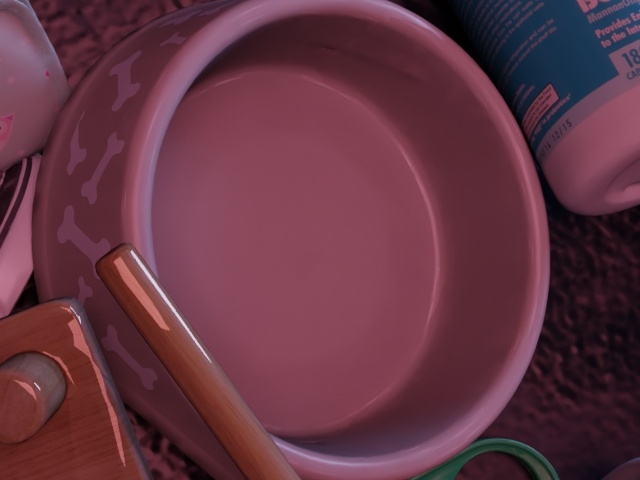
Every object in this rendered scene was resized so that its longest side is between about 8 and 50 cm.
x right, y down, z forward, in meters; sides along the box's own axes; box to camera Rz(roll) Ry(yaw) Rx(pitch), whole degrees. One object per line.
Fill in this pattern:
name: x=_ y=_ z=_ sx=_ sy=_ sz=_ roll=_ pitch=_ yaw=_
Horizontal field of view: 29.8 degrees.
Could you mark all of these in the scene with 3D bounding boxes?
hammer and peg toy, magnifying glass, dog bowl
hammer and peg toy: x=-0.150 y=0.161 z=0.627 sx=0.361 sy=0.127 sz=0.266 roll=-22 pitch=95 yaw=2
magnifying glass: x=0.062 y=0.187 z=0.849 sx=0.231 sy=0.026 sz=0.092 roll=1 pitch=83 yaw=-15
dog bowl: x=0.000 y=0.000 z=0.766 sx=0.349 sy=0.102 sz=0.348 roll=6 pitch=79 yaw=-31

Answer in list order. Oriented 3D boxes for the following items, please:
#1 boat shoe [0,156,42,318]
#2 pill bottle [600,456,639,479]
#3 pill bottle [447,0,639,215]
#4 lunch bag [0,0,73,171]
boat shoe: x=-0.269 y=0.062 z=0.741 sx=0.102 sy=0.108 sz=0.301 roll=35 pitch=83 yaw=-17
pill bottle: x=0.304 y=0.284 z=0.822 sx=0.283 sy=0.160 sz=0.160 roll=33 pitch=76 yaw=-7
pill bottle: x=0.176 y=-0.160 z=0.840 sx=0.146 sy=0.146 sz=0.264 roll=-19 pitch=69 yaw=-15
lunch bag: x=-0.299 y=-0.124 z=0.735 sx=0.223 sy=0.160 sz=0.262 roll=-35 pitch=110 yaw=-19
